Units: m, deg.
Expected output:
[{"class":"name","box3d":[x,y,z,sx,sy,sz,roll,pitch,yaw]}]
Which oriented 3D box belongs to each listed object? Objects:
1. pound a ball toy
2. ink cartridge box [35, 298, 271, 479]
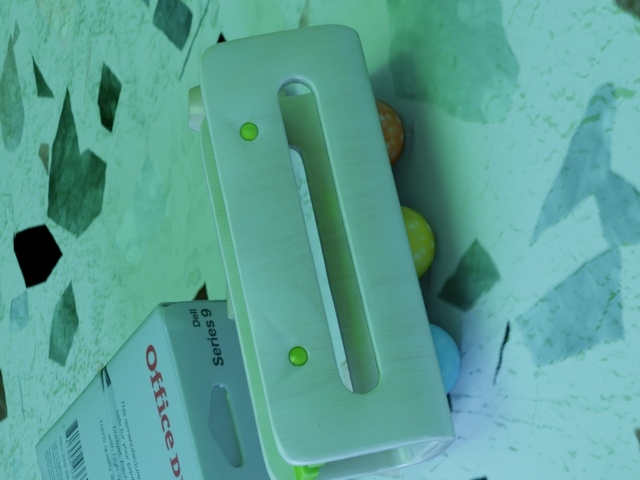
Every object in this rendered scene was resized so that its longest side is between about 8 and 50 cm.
[{"class":"pound a ball toy","box3d":[0.000,0.000,0.990,0.208,0.136,0.319,105,154,-72]},{"class":"ink cartridge box","box3d":[-0.105,0.197,1.144,0.289,0.121,0.211,-45,55,50]}]
